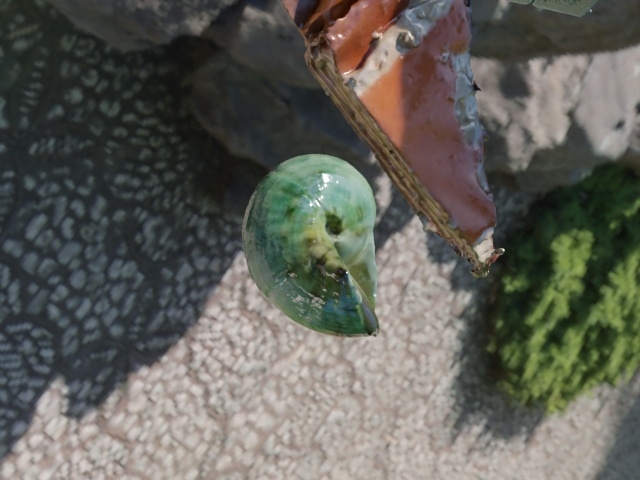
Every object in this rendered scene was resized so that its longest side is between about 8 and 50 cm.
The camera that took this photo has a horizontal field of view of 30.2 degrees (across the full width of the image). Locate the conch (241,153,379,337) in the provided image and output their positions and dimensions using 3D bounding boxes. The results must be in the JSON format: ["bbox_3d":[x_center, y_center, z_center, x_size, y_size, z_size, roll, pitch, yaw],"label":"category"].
[{"bbox_3d":[-0.002,0.003,1.211,0.122,0.176,0.188,-32,-153,37],"label":"conch"}]

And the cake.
[{"bbox_3d":[0.082,-0.095,0.902,0.135,0.098,0.287,-42,124,-22],"label":"cake"}]

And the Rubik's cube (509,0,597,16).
[{"bbox_3d":[0.256,-0.418,1.399,0.231,0.224,0.221,115,-14,-83],"label":"Rubik's cube"}]
